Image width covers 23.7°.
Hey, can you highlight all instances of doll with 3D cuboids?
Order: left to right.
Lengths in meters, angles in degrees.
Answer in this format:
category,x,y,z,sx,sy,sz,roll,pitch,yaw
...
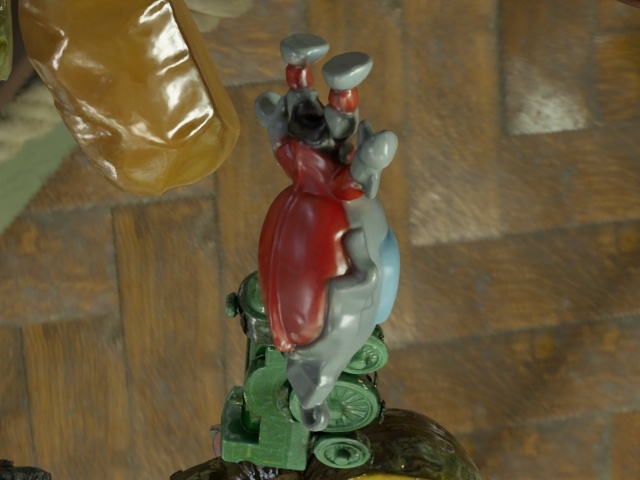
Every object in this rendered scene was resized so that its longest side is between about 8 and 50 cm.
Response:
category,x,y,z,sx,sy,sz,roll,pitch,yaw
doll,0.001,0.000,0.437,0.057,0.039,0.114,10,110,27

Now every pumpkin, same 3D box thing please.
category,x,y,z,sx,sy,sz,roll,pitch,yaw
pumpkin,0.005,0.250,1.214,0.280,0.139,0.190,-25,114,7

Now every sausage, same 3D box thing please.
category,x,y,z,sx,sy,sz,roll,pitch,yaw
sausage,-0.154,-0.140,1.267,0.136,0.120,0.241,-23,124,8

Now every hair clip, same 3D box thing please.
category,x,y,z,sx,sy,sz,roll,pitch,yaw
hair clip,-0.096,0.216,1.556,0.022,0.137,0.054,-28,90,-5

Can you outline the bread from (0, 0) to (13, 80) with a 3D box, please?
category,x,y,z,sx,sy,sz,roll,pitch,yaw
bread,-0.319,-0.221,1.399,0.083,0.094,0.157,-2,82,-28

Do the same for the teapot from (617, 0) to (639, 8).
category,x,y,z,sx,sy,sz,roll,pitch,yaw
teapot,0.180,-0.201,0.793,0.135,0.252,0.178,-29,86,-38

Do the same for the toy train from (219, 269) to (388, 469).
category,x,y,z,sx,sy,sz,roll,pitch,yaw
toy train,-0.009,0.080,0.966,0.104,0.071,0.178,6,138,0

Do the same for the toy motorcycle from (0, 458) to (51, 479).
category,x,y,z,sx,sy,sz,roll,pitch,yaw
toy motorcycle,-0.375,0.223,1.315,0.239,0.204,0.108,-29,67,23
